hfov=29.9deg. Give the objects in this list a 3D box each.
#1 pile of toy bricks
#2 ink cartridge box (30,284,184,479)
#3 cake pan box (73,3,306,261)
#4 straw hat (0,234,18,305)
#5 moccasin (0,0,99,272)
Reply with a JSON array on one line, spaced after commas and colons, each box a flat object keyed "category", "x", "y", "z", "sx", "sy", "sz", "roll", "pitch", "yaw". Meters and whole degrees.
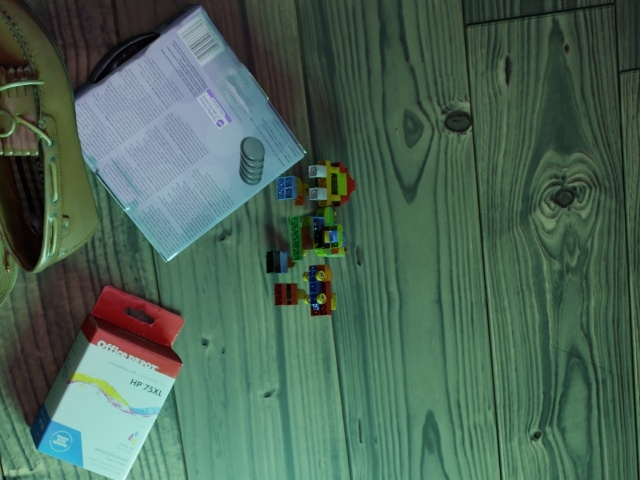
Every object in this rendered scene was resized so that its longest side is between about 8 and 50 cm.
[{"category": "pile of toy bricks", "x": 0.000, "y": 0.000, "z": 1.684, "sx": 0.105, "sy": 0.118, "sz": 0.212, "roll": 3, "pitch": 84, "yaw": -48}, {"category": "ink cartridge box", "x": -0.281, "y": 0.193, "z": 1.627, "sx": 0.134, "sy": 0.078, "sz": 0.231, "roll": 26, "pitch": 92, "yaw": -22}, {"category": "cake pan box", "x": -0.191, "y": -0.146, "z": 1.592, "sx": 0.245, "sy": 0.070, "sz": 0.267, "roll": -41, "pitch": 111, "yaw": -9}, {"category": "straw hat", "x": -0.456, "y": 0.028, "z": 1.534, "sx": 0.061, "sy": 0.144, "sz": 0.144, "roll": -7, "pitch": 108, "yaw": 25}, {"category": "moccasin", "x": -0.380, "y": -0.135, "z": 1.445, "sx": 0.147, "sy": 0.139, "sz": 0.380, "roll": -51, "pitch": 146, "yaw": -47}]
